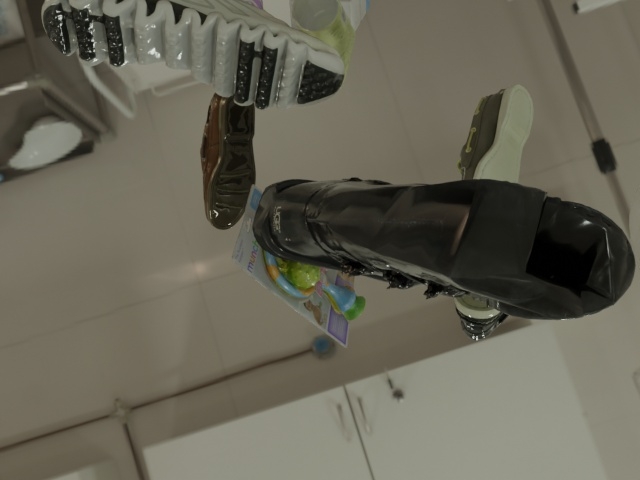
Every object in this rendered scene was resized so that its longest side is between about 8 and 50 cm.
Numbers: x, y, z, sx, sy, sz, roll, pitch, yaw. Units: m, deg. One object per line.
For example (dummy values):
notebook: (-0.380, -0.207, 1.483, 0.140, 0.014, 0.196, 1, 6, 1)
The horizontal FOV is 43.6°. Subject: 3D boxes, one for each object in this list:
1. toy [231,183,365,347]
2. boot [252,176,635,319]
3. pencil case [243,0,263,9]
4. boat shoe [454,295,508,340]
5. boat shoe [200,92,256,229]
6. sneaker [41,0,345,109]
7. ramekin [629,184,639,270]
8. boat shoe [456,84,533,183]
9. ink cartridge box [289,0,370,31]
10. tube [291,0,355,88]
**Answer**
toy: (-0.014, 0.032, 1.121, 0.056, 0.137, 0.237, -21, 131, 32)
boot: (0.170, -0.005, 0.913, 0.366, 0.146, 0.445, 0, -179, -28)
pencil case: (-0.112, -0.356, 1.063, 0.088, 0.206, 0.086, -2, 167, -14)
boat shoe: (0.335, 0.053, 1.481, 0.127, 0.113, 0.340, 10, -138, 20)
boat shoe: (-0.210, -0.181, 1.775, 0.110, 0.308, 0.104, 4, -170, -38)
sneaker: (-0.112, -0.215, 0.781, 0.292, 0.118, 0.110, 15, 150, -9)
ramekin: (0.745, -0.014, 1.633, 0.135, 0.277, 0.277, -8, 170, -2)
boat shoe: (0.311, -0.151, 1.486, 0.091, 0.305, 0.109, -4, 147, 48)
ink cartridge box: (0.014, -0.384, 1.317, 0.104, 0.060, 0.180, 5, -144, 13)
tube: (0.016, -0.278, 1.096, 0.070, 0.062, 0.240, -36, 171, 9)
